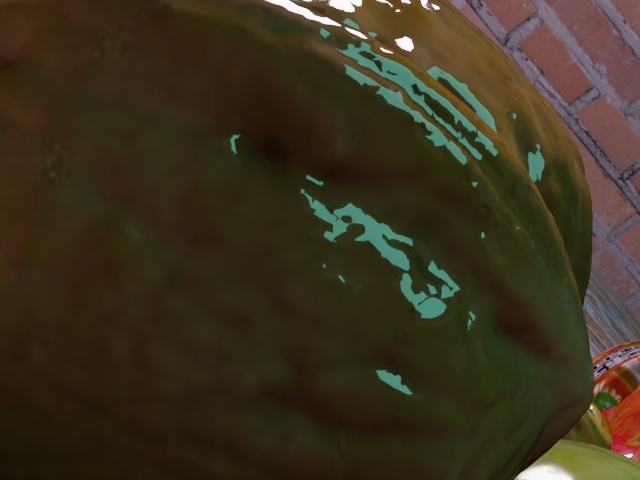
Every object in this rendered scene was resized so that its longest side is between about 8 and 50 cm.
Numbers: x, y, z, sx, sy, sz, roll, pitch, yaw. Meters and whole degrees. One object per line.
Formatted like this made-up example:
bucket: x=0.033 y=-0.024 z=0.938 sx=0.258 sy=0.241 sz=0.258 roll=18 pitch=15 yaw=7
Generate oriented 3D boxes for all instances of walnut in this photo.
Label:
walnut: x=-0.041 y=0.009 z=0.777 sx=0.333 sy=0.333 sz=0.333 roll=49 pitch=13 yaw=-15

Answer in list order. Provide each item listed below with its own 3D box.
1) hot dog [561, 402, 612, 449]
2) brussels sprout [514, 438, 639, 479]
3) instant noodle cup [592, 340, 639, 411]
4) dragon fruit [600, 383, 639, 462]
hot dog: x=0.051 y=0.076 z=1.080 sx=0.175 sy=0.259 sz=0.114 roll=78 pitch=21 yaw=-79
brussels sprout: x=0.107 y=0.229 z=0.898 sx=0.274 sy=0.242 sz=0.317 roll=48 pitch=18 yaw=-30
instant noodle cup: x=0.354 y=0.217 z=1.875 sx=0.250 sy=0.250 sz=0.192 roll=51 pitch=3 yaw=-6
dragon fruit: x=0.242 y=0.272 z=1.166 sx=0.386 sy=0.249 sz=0.371 roll=68 pitch=-18 yaw=0
